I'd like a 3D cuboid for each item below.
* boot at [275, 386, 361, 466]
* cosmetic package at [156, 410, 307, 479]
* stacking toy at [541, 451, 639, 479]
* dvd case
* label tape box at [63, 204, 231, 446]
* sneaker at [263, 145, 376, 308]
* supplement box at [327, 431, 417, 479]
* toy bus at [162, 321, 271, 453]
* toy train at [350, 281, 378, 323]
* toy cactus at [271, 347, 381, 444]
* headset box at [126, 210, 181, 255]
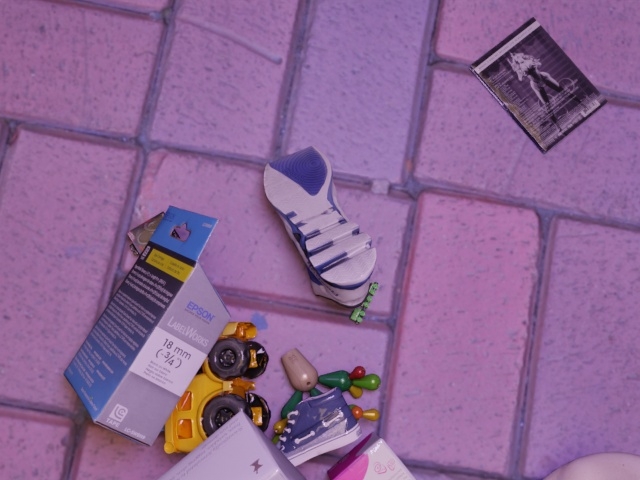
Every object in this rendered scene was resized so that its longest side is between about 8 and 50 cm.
[{"bbox_3d":[-0.036,0.303,1.112,0.190,0.069,0.086,-25,88,5],"label":"boot"},{"bbox_3d":[-0.071,0.461,1.024,0.217,0.156,0.384,-37,119,-8],"label":"cosmetic package"},{"bbox_3d":[0.551,0.597,1.109,0.480,0.351,0.350,40,80,-16],"label":"stacking toy"},{"bbox_3d":[0.418,-0.299,1.348,0.165,0.018,0.221,-39,86,-8],"label":"dvd case"},{"bbox_3d":[-0.252,0.120,1.112,0.106,0.241,0.333,36,80,-29],"label":"label tape box"},{"bbox_3d":[0.001,0.001,1.220,0.128,0.182,0.315,-21,53,-9],"label":"sneaker"},{"bbox_3d":[0.123,0.440,1.157,0.111,0.114,0.220,-39,86,-8],"label":"supplement box"},{"bbox_3d":[-0.199,0.249,1.166,0.212,0.149,0.220,-4,78,12],"label":"toy bus"},{"bbox_3d":[0.078,0.109,1.258,0.024,0.017,0.083,25,80,11],"label":"toy train"},{"bbox_3d":[-0.010,0.268,1.192,0.219,0.112,0.180,-36,75,0],"label":"toy cactus"},{"bbox_3d":[-0.297,-0.003,1.245,0.083,0.032,0.062,-31,84,-9],"label":"headset box"}]
